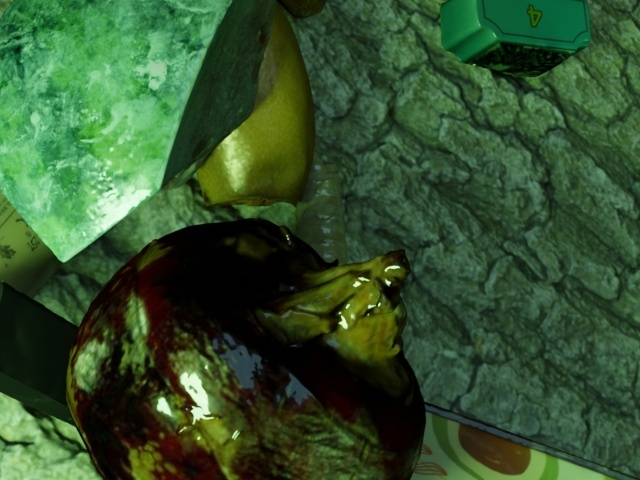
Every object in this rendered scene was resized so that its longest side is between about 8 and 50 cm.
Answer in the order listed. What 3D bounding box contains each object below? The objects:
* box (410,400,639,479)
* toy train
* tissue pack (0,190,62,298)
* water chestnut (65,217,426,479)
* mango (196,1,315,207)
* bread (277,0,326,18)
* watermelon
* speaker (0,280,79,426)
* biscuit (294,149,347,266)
[{"bbox_3d":[0.161,0.381,1.631,0.345,0.122,0.385,20,58,1],"label":"box"},{"bbox_3d":[0.237,-0.282,2.043,0.198,0.107,0.154,6,73,-26],"label":"toy train"},{"bbox_3d":[-0.370,0.012,1.561,0.215,0.123,0.256,41,56,-9],"label":"tissue pack"},{"bbox_3d":[-0.038,0.112,1.523,0.335,0.347,0.335,35,22,-17],"label":"water chestnut"},{"bbox_3d":[-0.118,-0.191,1.775,0.187,0.144,0.359,-37,94,-5],"label":"mango"},{"bbox_3d":[-0.063,-0.321,1.860,0.064,0.193,0.193,-43,93,6],"label":"bread"},{"bbox_3d":[-0.170,-0.143,1.629,0.228,0.258,0.387,21,73,24],"label":"watermelon"},{"bbox_3d":[-0.248,0.112,1.555,0.218,0.044,0.082,37,55,-54],"label":"speaker"},{"bbox_3d":[0.000,0.000,1.798,0.061,0.055,0.219,48,31,-52],"label":"biscuit"}]
